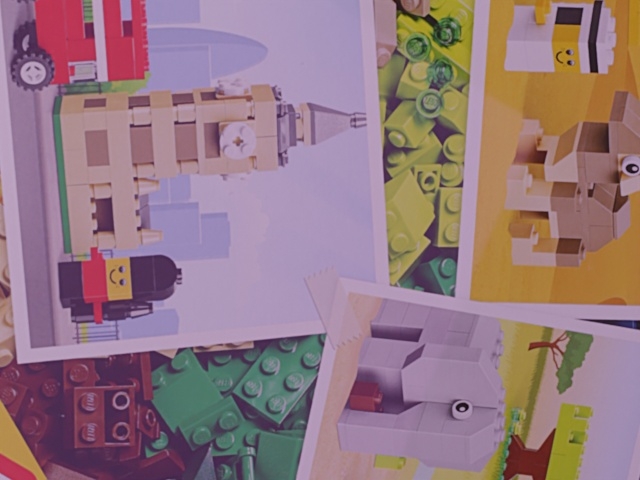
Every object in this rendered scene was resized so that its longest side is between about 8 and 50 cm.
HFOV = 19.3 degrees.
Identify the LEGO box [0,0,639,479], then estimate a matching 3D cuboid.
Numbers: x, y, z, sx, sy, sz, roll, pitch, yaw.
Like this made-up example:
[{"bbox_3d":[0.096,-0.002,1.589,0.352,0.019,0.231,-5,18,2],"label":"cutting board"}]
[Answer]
[{"bbox_3d":[0.000,0.000,0.796,0.372,0.193,0.500,3,98,-12],"label":"LEGO box"}]
